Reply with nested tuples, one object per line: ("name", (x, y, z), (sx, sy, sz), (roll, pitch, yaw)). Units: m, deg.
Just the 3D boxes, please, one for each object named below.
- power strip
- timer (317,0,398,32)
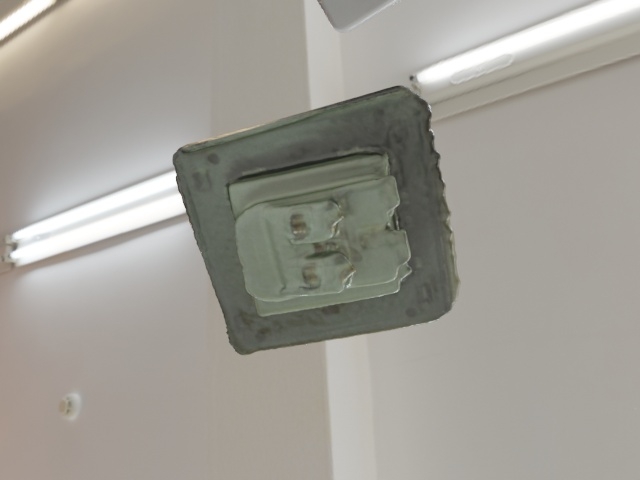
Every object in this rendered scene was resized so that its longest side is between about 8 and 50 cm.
("power strip", (0.000, 0.000, 0.409), (0.214, 0.064, 0.198), (-14, -74, 9))
("timer", (0.077, -0.422, 0.681), (0.195, 0.192, 0.195), (-22, -157, 31))
